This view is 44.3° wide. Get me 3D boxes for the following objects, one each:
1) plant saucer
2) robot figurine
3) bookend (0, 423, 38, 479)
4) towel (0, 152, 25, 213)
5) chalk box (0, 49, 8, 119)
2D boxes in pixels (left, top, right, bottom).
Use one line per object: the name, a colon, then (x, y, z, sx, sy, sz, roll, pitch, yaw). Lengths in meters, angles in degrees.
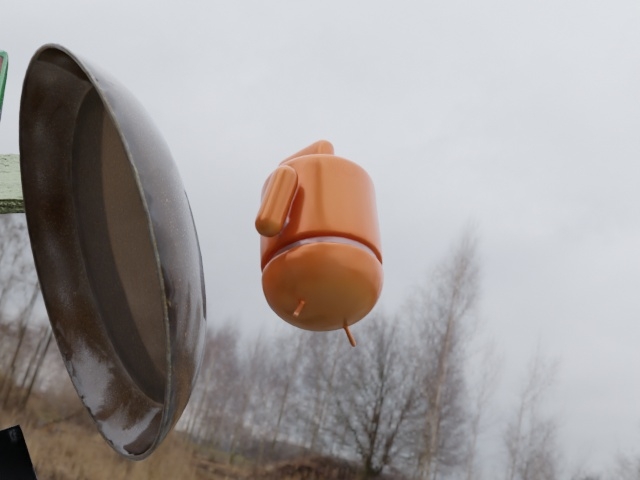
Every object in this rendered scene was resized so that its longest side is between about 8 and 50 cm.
plant saucer: (-0.160, 0.009, 0.595, 0.050, 0.310, 0.311, -12, -2, -33)
robot figurine: (-0.002, -0.001, 0.814, 0.128, 0.219, 0.158, -1, -36, -3)
bookend: (-0.273, 0.242, 0.607, 0.157, 0.156, 0.072, -28, -10, 40)
towel: (-0.356, -0.067, 0.929, 0.148, 0.110, 0.027, -5, -50, -25)
chalk box: (-0.246, -0.033, 0.415, 0.133, 0.132, 0.213, 11, -44, -23)
